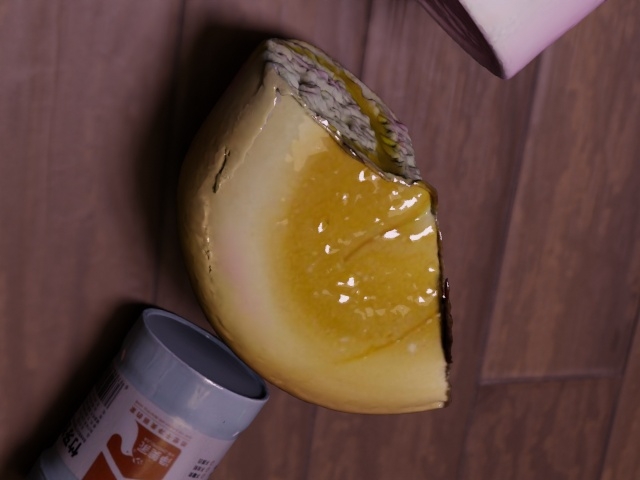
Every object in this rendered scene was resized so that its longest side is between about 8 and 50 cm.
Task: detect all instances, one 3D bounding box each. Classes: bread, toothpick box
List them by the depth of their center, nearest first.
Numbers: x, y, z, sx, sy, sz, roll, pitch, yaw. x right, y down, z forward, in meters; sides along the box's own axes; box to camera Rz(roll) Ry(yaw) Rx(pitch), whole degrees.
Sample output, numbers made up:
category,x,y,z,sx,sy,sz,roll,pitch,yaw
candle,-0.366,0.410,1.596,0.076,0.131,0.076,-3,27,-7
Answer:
category,x,y,z,sx,sy,sz,roll,pitch,yaw
bread,-0.009,-0.009,1.015,0.156,0.158,0.261,-9,118,-4
toothpick box,-0.116,0.133,1.062,0.101,0.101,0.153,29,102,-29

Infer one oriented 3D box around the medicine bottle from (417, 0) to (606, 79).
category,x,y,z,sx,sy,sz,roll,pitch,yaw
medicine bottle,0.157,-0.270,0.907,0.325,0.212,0.212,-41,121,4
